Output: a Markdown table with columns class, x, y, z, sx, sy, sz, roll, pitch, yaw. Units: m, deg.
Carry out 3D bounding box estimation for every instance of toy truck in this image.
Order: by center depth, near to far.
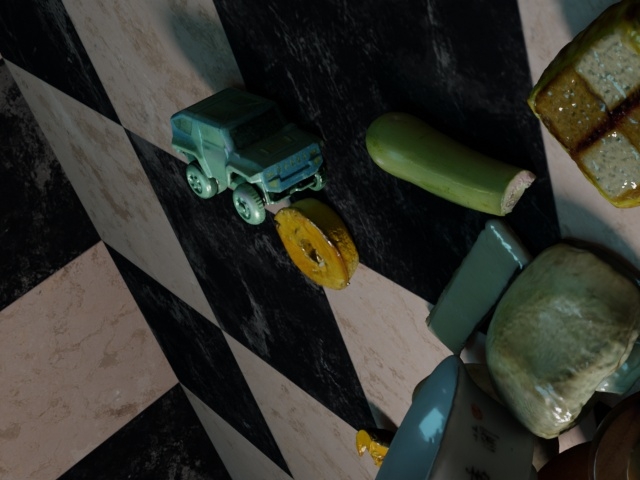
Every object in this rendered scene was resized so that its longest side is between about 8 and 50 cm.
| class | x | y | z | sx | sy | sz | roll | pitch | yaw |
| --- | --- | --- | --- | --- | --- | --- | --- | --- | --- |
| toy truck | -0.120 | -0.144 | 1.719 | 0.279 | 0.155 | 0.156 | 26 | 139 | 49 |

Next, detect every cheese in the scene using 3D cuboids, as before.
| class | x | y | z | sx | sy | sz | roll | pitch | yaw |
| --- | --- | --- | --- | --- | --- | --- | --- | --- | --- |
| cheese | 0.220 | 0.077 | 1.537 | 0.085 | 0.034 | 0.400 | 51 | 159 | 15 |

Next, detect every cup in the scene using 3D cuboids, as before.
| class | x | y | z | sx | sy | sz | roll | pitch | yaw |
| --- | --- | --- | --- | --- | --- | --- | --- | --- | --- |
| cup | 0.175 | 0.341 | 1.408 | 0.163 | 0.347 | 0.347 | 26 | 158 | -2 |

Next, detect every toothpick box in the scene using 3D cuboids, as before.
| class | x | y | z | sx | sy | sz | roll | pitch | yaw |
| --- | --- | --- | --- | --- | --- | --- | --- | --- | --- |
| toothpick box | 0.399 | 0.268 | 1.144 | 0.192 | 0.192 | 0.294 | 53 | -173 | -2 |

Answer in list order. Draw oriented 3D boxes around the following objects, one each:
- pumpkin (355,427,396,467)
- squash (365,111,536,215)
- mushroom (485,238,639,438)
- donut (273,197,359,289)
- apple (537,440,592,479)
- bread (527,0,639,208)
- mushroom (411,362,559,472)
| class | x | y | z | sx | sy | sz | roll | pitch | yaw |
| --- | --- | --- | --- | --- | --- | --- | --- | --- | --- |
| pumpkin | 0.150 | 0.467 | 2.199 | 0.119 | 0.107 | 0.183 | 111 | 142 | -61 |
| squash | 0.153 | -0.095 | 1.333 | 0.250 | 0.083 | 0.083 | 30 | 150 | 40 |
| mushroom | 0.285 | 0.132 | 1.305 | 0.189 | 0.164 | 0.267 | 47 | 159 | 11 |
| donut | 0.000 | 0.000 | 1.825 | 0.162 | 0.065 | 0.178 | 31 | 150 | 34 |
| apple | 0.403 | 0.440 | 1.397 | 0.348 | 0.277 | 0.348 | 43 | 158 | 21 |
| bread | 0.298 | -0.124 | 0.968 | 0.181 | 0.096 | 0.222 | 54 | 160 | 2 |
| mushroom | 0.271 | 0.298 | 1.619 | 0.189 | 0.195 | 0.254 | -18 | 96 | 35 |
